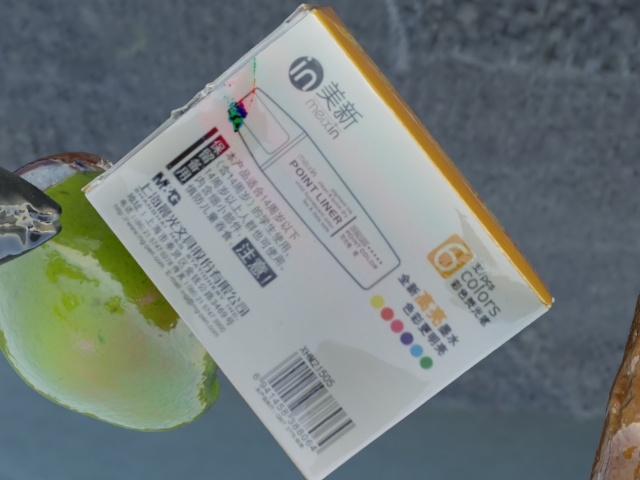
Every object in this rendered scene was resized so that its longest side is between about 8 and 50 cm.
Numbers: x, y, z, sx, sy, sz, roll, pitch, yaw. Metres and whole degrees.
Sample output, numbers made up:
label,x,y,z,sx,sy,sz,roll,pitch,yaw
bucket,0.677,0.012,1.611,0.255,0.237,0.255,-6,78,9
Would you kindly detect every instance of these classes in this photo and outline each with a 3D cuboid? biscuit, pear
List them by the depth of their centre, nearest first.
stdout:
label,x,y,z,sx,sy,sz,roll,pitch,yaw
biscuit,0.118,0.062,0.742,0.019,0.130,0.102,14,158,11
pear,-0.158,0.051,1.552,0.219,0.187,0.187,46,144,-8

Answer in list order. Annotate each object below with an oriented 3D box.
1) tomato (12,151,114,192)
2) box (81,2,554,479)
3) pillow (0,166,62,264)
label,x,y,z,sx,sy,sz,roll,pitch,yaw
tomato,-0.212,0.027,1.836,0.181,0.214,0.155,-25,175,12
box,0.000,0.000,1.383,0.221,0.091,0.274,-36,91,11
pillow,-0.287,-0.018,1.059,0.250,0.106,0.186,7,-174,42
